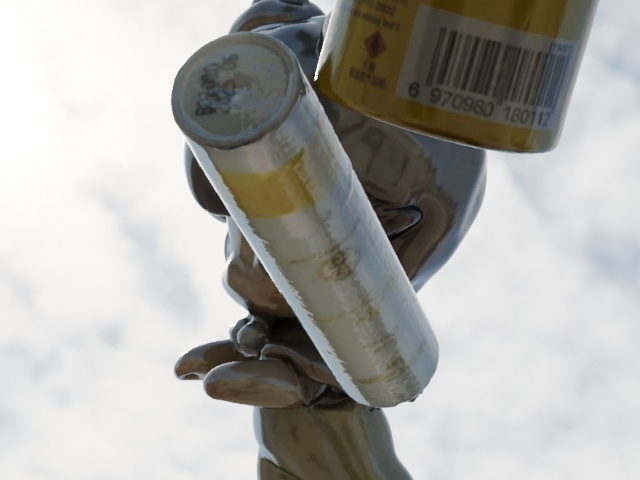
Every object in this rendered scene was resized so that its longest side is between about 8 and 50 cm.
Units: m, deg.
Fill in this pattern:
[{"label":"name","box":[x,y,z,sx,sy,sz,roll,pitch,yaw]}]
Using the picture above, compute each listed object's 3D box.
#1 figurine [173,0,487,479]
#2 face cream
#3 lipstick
[{"label":"figurine","box":[0.008,0.014,1.336,0.248,0.203,0.380,-165,-106,-69]},{"label":"face cream","box":[0.090,-0.213,0.769,0.105,0.105,0.349,18,-77,15]},{"label":"lipstick","box":[0.000,0.000,0.910,0.059,0.059,0.264,11,-24,22]}]
